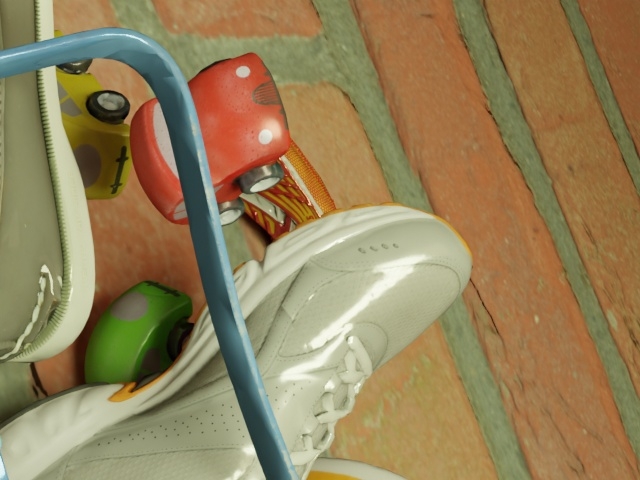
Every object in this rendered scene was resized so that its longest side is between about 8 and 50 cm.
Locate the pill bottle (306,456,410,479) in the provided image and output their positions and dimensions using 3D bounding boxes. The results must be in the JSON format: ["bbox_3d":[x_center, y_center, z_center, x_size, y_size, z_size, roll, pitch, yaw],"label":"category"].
[{"bbox_3d":[-0.023,0.241,0.699,0.162,0.162,0.278,55,33,-17],"label":"pill bottle"}]

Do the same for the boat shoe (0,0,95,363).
[{"bbox_3d":[-0.187,-0.089,0.729,0.091,0.109,0.305,0,73,-61],"label":"boat shoe"}]

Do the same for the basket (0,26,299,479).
[{"bbox_3d":[-0.154,0.055,0.566,0.289,0.201,0.255,-12,78,-25],"label":"basket"}]

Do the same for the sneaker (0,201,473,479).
[{"bbox_3d":[-0.027,0.092,0.704,0.121,0.262,0.099,51,-6,39],"label":"sneaker"}]

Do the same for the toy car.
[{"bbox_3d":[-0.095,0.012,0.780,0.053,0.239,0.225,-14,108,-34],"label":"toy car"}]

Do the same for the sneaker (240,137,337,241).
[{"bbox_3d":[0.000,0.000,0.989,0.175,0.064,0.067,64,22,-8],"label":"sneaker"}]
